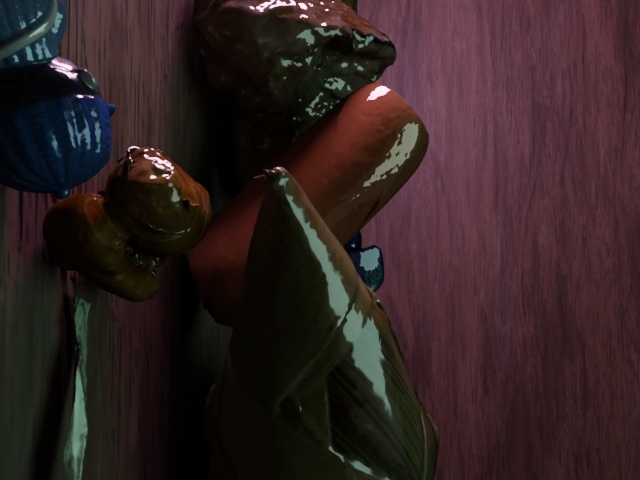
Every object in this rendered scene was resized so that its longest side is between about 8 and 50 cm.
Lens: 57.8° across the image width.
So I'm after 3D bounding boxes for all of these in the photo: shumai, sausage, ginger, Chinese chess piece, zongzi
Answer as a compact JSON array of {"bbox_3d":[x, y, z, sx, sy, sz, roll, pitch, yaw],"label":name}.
[{"bbox_3d":[-0.063,-0.187,0.749,0.283,0.217,0.346,-59,172,27],"label":"shumai"},{"bbox_3d":[-0.015,-0.037,0.619,0.304,0.121,0.121,-45,155,-14],"label":"sausage"},{"bbox_3d":[-0.121,-0.004,0.395,0.073,0.103,0.162,55,-2,1],"label":"ginger"},{"bbox_3d":[-0.109,0.202,0.673,0.084,0.034,0.084,1,90,-79],"label":"Chinese chess piece"},{"bbox_3d":[-0.063,0.267,0.469,0.467,0.218,0.500,63,39,-44],"label":"zongzi"}]

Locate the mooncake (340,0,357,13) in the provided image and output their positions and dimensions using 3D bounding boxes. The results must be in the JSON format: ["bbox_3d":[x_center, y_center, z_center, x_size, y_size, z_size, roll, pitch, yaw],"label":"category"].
[{"bbox_3d":[-0.017,-0.460,0.916,0.284,0.156,0.284,-1,90,-80],"label":"mooncake"}]

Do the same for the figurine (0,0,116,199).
[{"bbox_3d":[-0.148,-0.089,0.292,0.079,0.077,0.136,43,-32,42],"label":"figurine"}]

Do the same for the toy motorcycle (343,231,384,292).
[{"bbox_3d":[0.000,0.000,0.860,0.331,0.196,0.125,-74,161,-58],"label":"toy motorcycle"}]

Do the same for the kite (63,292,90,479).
[{"bbox_3d":[-0.144,0.207,0.329,0.406,0.014,0.368,85,-1,-70],"label":"kite"}]
